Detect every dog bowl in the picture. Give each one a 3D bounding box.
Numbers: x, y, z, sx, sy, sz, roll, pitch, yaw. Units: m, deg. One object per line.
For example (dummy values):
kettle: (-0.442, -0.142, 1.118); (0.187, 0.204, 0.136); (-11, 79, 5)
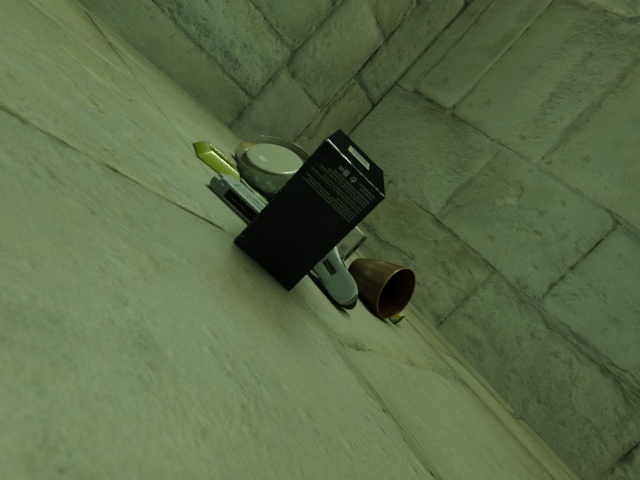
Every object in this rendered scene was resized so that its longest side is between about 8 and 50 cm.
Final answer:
dog bowl: (-0.208, -0.331, 1.918); (0.348, 0.102, 0.349); (12, 37, -9)

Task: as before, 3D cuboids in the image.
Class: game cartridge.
game cartridge: (-0.192, -0.083, 1.318); (0.297, 0.062, 0.198); (43, 2, -2)

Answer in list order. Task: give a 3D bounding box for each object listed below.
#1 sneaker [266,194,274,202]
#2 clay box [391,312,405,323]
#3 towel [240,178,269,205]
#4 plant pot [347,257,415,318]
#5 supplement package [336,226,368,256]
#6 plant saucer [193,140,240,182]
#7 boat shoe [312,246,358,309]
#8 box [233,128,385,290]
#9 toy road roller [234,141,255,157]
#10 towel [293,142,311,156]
sneaker: (-0.198, -0.171, 1.844); (0.058, 0.052, 0.135); (38, 0, -21)
clay box: (0.271, 0.268, 1.921); (0.222, 0.053, 0.127); (44, 6, 20)
towel: (-0.255, -0.186, 1.744); (0.113, 0.023, 0.152); (49, 8, 35)
plant pot: (0.220, 0.164, 1.742); (0.230, 0.215, 0.215); (29, -5, 43)
supplement package: (0.068, 0.000, 1.758); (0.149, 0.194, 0.203); (45, 7, 9)
plant saucer: (-0.368, -0.286, 1.587); (0.188, 0.045, 0.188); (40, 8, -32)
boat shoe: (0.029, 0.075, 1.343); (0.306, 0.113, 0.105); (54, -7, 31)
box: (-0.010, -0.095, 1.093); (0.179, 0.312, 0.343); (44, 18, -7)
toy road roller: (-0.281, -0.377, 2.299); (0.329, 0.241, 0.202); (-5, 34, -28)
towel: (0.013, -0.353, 2.220); (0.312, 0.056, 0.324); (41, 4, 17)
